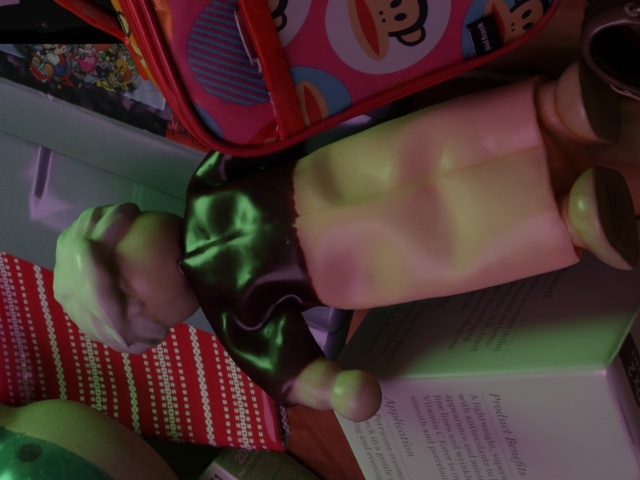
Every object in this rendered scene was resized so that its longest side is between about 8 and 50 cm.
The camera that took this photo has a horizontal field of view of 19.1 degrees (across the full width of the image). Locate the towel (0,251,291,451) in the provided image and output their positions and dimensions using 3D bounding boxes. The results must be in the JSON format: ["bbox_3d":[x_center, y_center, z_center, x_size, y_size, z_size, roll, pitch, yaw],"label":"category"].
[{"bbox_3d":[-0.156,0.047,1.299,0.275,0.031,0.199,2,112,29],"label":"towel"}]

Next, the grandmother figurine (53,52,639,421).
[{"bbox_3d":[0.000,0.000,1.059,0.342,0.208,0.104,-11,157,24],"label":"grandmother figurine"}]

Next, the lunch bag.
[{"bbox_3d":[-0.033,-0.198,0.932,0.258,0.120,0.293,-23,117,-5],"label":"lunch bag"}]

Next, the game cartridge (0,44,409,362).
[{"bbox_3d":[-0.130,-0.076,1.170,0.355,0.068,0.230,21,124,13],"label":"game cartridge"}]

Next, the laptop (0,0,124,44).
[{"bbox_3d":[-0.225,-0.325,1.053,0.408,0.236,0.382,0,115,-3],"label":"laptop"}]

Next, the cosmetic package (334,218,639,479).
[{"bbox_3d":[0.130,0.092,1.109,0.184,0.151,0.151,-5,122,32],"label":"cosmetic package"}]

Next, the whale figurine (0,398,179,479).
[{"bbox_3d":[-0.218,0.198,1.321,0.272,0.141,0.216,7,140,31],"label":"whale figurine"}]

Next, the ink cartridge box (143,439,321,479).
[{"bbox_3d":[-0.098,0.187,1.381,0.235,0.056,0.171,37,133,-1],"label":"ink cartridge box"}]

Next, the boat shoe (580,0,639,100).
[{"bbox_3d":[0.252,-0.075,0.955,0.257,0.095,0.095,17,130,18],"label":"boat shoe"}]
